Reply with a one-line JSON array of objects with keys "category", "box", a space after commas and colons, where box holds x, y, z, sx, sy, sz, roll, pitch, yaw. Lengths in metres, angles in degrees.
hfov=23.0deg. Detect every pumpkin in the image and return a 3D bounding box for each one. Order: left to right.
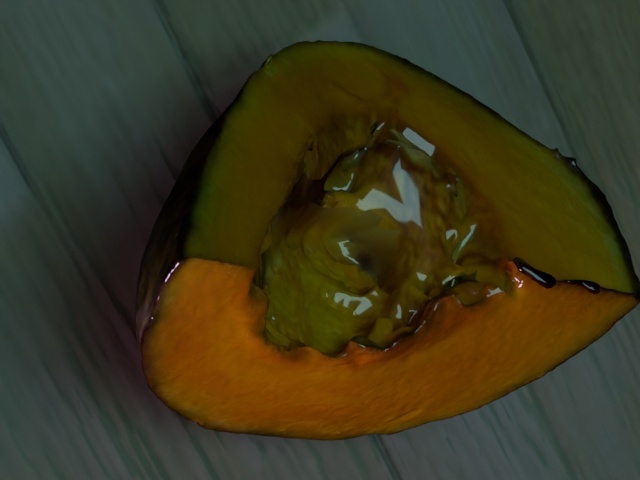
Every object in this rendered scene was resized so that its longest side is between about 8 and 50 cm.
[{"category": "pumpkin", "box": [0.000, 0.000, 0.813, 0.312, 0.148, 0.169, 7, 44, -42]}]
